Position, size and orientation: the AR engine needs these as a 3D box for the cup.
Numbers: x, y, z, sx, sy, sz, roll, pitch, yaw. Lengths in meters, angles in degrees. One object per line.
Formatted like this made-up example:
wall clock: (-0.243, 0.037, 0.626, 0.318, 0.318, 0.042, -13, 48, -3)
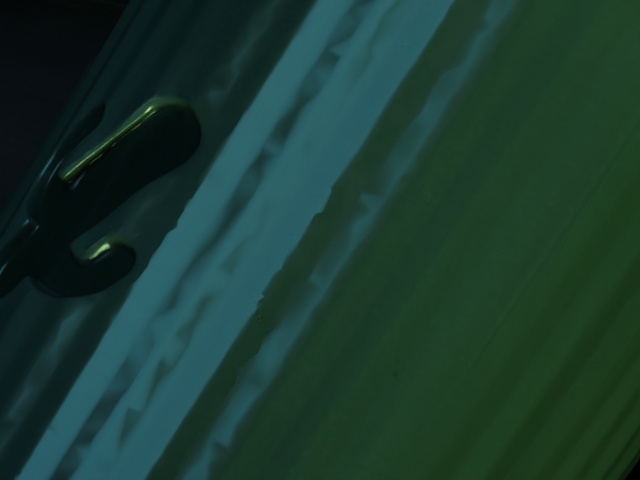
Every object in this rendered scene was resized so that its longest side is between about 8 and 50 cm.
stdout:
cup: (0.021, 0.013, 0.860, 0.310, 0.401, 0.392, 32, 77, 8)
